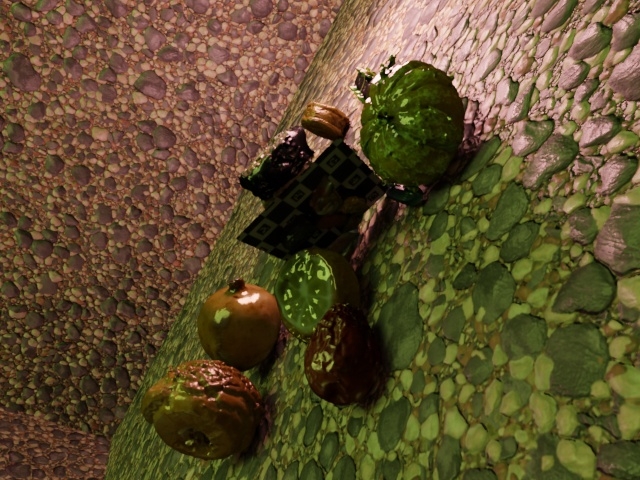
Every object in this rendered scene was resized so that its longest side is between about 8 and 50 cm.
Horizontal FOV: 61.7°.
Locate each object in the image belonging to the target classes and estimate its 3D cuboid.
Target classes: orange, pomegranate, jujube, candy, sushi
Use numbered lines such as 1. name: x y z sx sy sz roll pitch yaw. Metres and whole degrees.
1. orange: 0.232 -0.277 1.300 0.300 0.223 0.301 -62 37 44
2. pomegranate: -0.267 0.287 1.773 0.307 0.307 0.307 -50 23 31
3. jujube: 0.051 0.244 1.187 0.168 0.168 0.237 -48 20 36
4. candy: -0.010 0.144 1.393 0.259 0.117 0.260 3 94 46
5. sushi: 0.011 -0.057 1.421 0.359 0.343 0.064 -43 58 11
6. sushi: -0.131 -0.256 2.134 0.329 0.285 0.328 -51 15 -13

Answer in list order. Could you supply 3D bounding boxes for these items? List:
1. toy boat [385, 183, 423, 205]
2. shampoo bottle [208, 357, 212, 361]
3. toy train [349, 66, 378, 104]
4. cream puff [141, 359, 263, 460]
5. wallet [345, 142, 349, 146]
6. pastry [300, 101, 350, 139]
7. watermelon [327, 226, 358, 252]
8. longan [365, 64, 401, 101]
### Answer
1. toy boat: 0.222 -0.120 1.377 0.055 0.060 0.141 -62 27 3
2. shampoo bottle: -0.393 0.458 2.115 0.092 0.092 0.304 -43 28 44
3. toy train: 0.190 -0.511 1.814 0.296 0.160 0.101 -100 32 -63
4. cream puff: -0.337 0.485 1.587 0.231 0.342 0.327 -70 -7 -47
5. wallet: 0.055 -0.299 2.069 0.176 0.026 0.095 -62 22 4
6. pastry: 0.018 -0.477 2.160 0.103 0.188 0.188 -69 20 -5
7. watermelon: 0.000 0.000 1.700 0.261 0.201 0.213 -12 35 8
8. longan: 0.223 -0.396 1.523 0.197 0.196 0.220 -61 18 4
